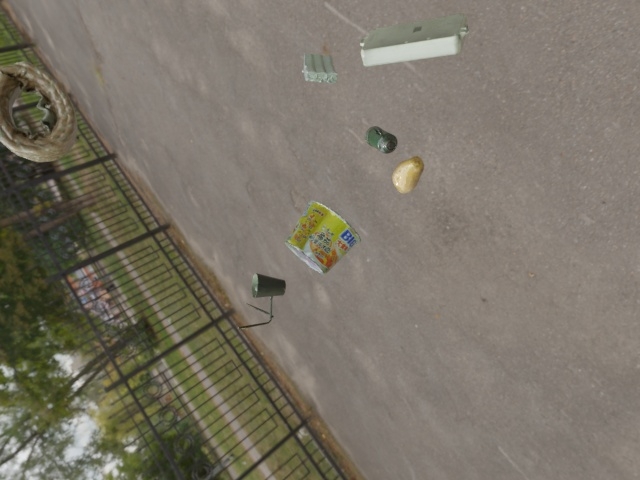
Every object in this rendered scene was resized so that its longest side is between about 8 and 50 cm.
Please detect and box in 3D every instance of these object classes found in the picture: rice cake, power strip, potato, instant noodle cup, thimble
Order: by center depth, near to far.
[{"bbox_3d":[0.182,-0.137,0.845,0.062,0.068,0.083,22,149,-17],"label":"potato"},{"bbox_3d":[0.228,-0.490,1.004,0.270,0.118,0.046,4,143,28],"label":"power strip"},{"bbox_3d":[-0.761,-0.328,1.085,0.148,0.196,0.229,-5,117,60],"label":"thimble"},{"bbox_3d":[0.000,0.000,1.237,0.205,0.153,0.205,37,172,6],"label":"instant noodle cup"},{"bbox_3d":[-0.007,-0.652,1.552,0.237,0.127,0.043,-93,7,-51],"label":"rice cake"}]

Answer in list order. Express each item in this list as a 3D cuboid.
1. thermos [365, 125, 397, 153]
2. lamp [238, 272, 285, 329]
[{"bbox_3d":[0.218,-0.354,1.435,0.188,0.073,0.083,-117,26,-64],"label":"thermos"},{"bbox_3d":[-0.077,0.084,0.573,0.121,0.054,0.041,124,145,-50],"label":"lamp"}]
